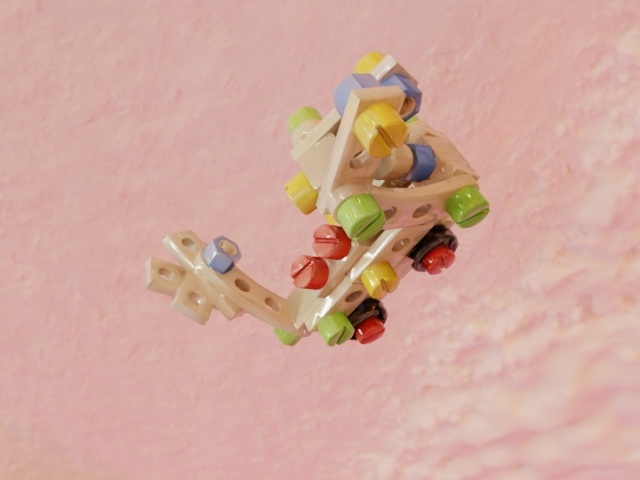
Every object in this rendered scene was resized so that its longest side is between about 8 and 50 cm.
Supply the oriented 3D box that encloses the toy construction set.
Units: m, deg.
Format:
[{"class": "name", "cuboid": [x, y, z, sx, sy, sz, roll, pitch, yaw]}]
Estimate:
[{"class": "toy construction set", "cuboid": [0.000, 0.000, 0.526, 0.215, 0.151, 0.328, 8, 145, -45]}]
